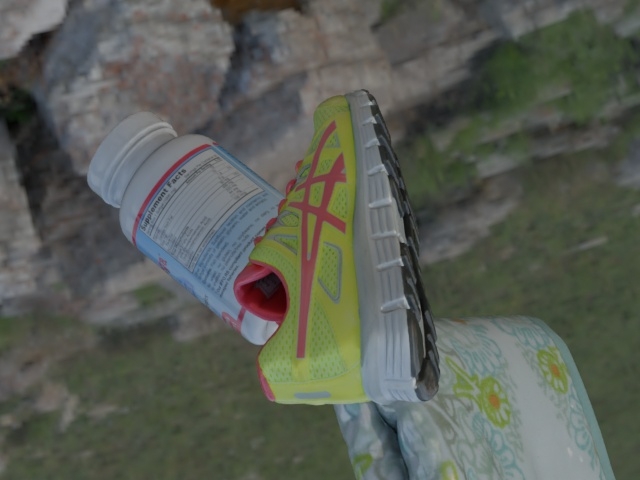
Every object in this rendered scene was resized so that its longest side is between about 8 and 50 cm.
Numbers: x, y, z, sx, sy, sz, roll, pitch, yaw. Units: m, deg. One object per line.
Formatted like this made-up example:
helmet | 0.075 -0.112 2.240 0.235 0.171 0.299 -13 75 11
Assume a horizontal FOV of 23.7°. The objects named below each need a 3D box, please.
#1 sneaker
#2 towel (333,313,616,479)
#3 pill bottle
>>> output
sneaker | 0.000 0.000 0.763 0.094 0.208 0.081 -15 129 10
towel | 0.158 0.234 1.185 0.090 0.374 0.320 -26 166 25
pill bottle | -0.072 -0.012 0.985 0.087 0.160 0.087 -45 161 -20
